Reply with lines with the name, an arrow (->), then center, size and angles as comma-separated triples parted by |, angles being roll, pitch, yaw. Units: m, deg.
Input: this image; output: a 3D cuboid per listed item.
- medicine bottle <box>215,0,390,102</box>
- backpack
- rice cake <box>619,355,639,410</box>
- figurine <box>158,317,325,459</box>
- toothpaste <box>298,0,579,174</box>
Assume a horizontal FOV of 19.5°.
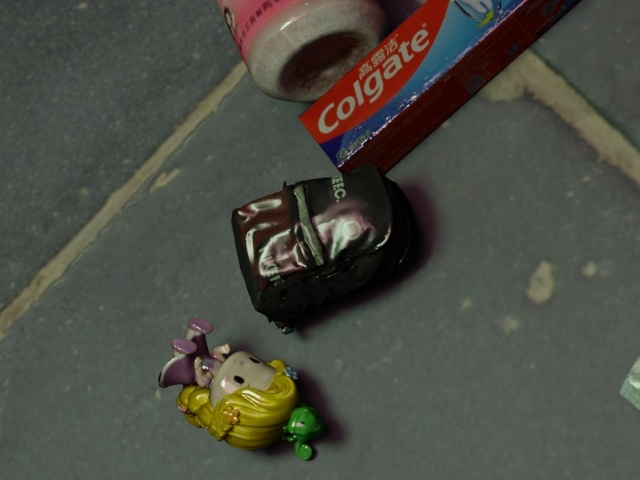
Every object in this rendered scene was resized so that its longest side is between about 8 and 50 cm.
medicine bottle -> -0.038, -0.259, 1.772 | 0.147, 0.147, 0.247 | -33, 61, 13
backpack -> 0.000, -0.004, 1.683 | 0.165, 0.106, 0.120 | -29, 62, 15
rice cake -> 0.349, 0.166, 1.486 | 0.245, 0.042, 0.045 | 29, 90, 31
figurine -> -0.069, 0.152, 1.688 | 0.156, 0.115, 0.095 | 24, 50, 12
toothpaste -> 0.127, -0.184, 1.708 | 0.320, 0.066, 0.076 | -42, 59, 7
